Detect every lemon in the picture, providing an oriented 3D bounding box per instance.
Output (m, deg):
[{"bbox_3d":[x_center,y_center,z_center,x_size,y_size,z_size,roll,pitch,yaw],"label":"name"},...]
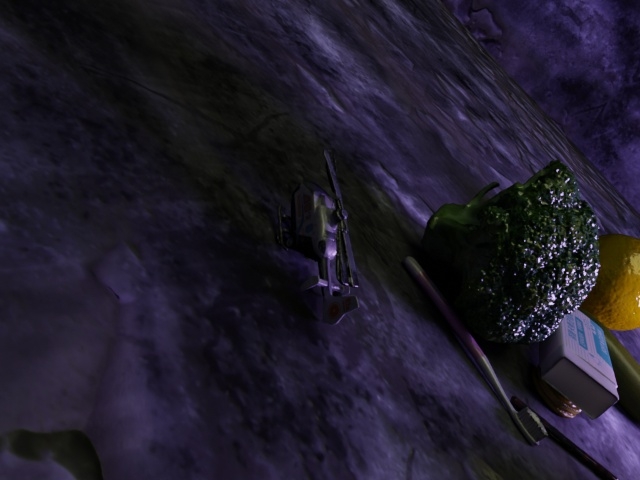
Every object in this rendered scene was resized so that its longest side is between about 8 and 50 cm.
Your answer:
[{"bbox_3d":[0.542,0.075,1.272,0.203,0.178,0.178,25,33,-29],"label":"lemon"}]

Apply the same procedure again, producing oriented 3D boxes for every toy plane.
[{"bbox_3d":[-0.001,0.001,0.749,0.053,0.078,0.197,22,49,-40],"label":"toy plane"}]

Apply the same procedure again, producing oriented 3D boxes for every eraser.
[{"bbox_3d":[0.366,0.160,0.998,0.095,0.052,0.225,39,23,3],"label":"eraser"}]

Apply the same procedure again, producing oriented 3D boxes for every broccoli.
[{"bbox_3d":[0.257,0.016,0.938,0.269,0.261,0.242,-28,45,-35],"label":"broccoli"}]

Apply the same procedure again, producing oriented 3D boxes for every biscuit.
[{"bbox_3d":[0.329,0.207,0.961,0.084,0.023,0.084,31,30,-20],"label":"biscuit"}]

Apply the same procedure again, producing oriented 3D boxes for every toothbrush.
[{"bbox_3d":[0.192,0.131,0.881,0.020,0.025,0.286,1,49,-54],"label":"toothbrush"}]

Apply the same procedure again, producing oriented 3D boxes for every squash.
[{"bbox_3d":[0.478,0.208,1.114,0.258,0.069,0.069,52,28,16],"label":"squash"}]

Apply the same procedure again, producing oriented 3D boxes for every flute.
[{"bbox_3d":[0.343,0.281,0.888,0.269,0.014,0.014,39,28,-11],"label":"flute"}]
